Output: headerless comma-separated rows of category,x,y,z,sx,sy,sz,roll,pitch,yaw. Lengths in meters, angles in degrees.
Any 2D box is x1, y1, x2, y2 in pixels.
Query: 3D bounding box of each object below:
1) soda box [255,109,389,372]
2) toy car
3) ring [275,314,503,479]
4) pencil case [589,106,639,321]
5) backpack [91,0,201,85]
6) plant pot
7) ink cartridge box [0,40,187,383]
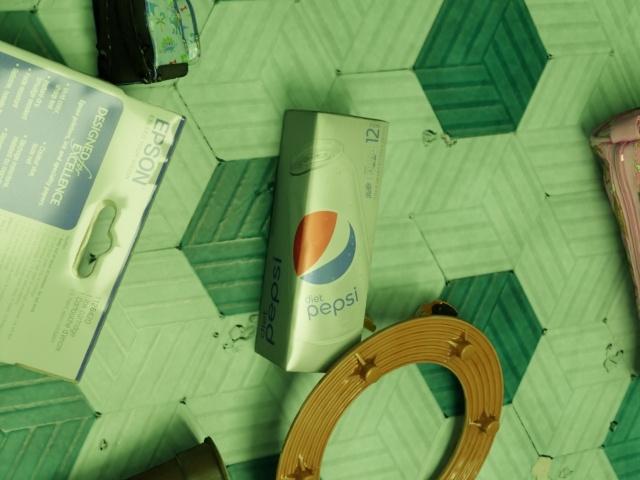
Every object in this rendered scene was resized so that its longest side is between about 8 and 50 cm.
soda box,0.000,0.000,1.298,0.091,0.098,0.286,5,96,-25
toy car,0.101,0.084,1.387,0.122,0.040,0.060,16,112,-28
ring,0.094,0.243,1.356,0.337,0.032,0.336,-17,121,-30
pencil case,0.454,0.011,1.480,0.160,0.167,0.386,-12,105,11
backpack,-0.180,-0.219,1.182,0.084,0.105,0.114,-21,107,-44
plant pot,-0.172,0.313,1.238,0.165,0.167,0.167,-16,104,-13
ink cartridge box,-0.330,-0.042,1.137,0.307,0.072,0.303,20,97,-29
